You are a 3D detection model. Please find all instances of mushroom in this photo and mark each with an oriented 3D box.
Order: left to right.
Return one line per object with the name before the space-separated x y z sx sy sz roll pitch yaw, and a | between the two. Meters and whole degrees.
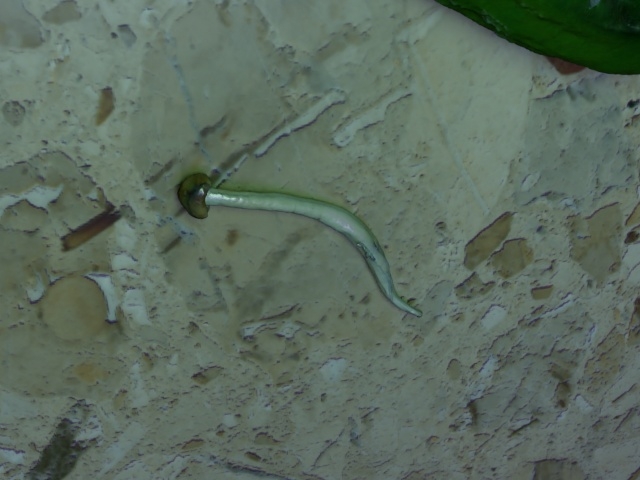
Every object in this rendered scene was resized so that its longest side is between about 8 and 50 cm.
mushroom | -0.001 -0.002 0.927 0.306 0.043 0.068 24 126 -27

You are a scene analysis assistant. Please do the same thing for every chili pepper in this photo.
chili pepper | 0.173 -0.275 0.755 0.385 0.167 0.213 23 111 -27
